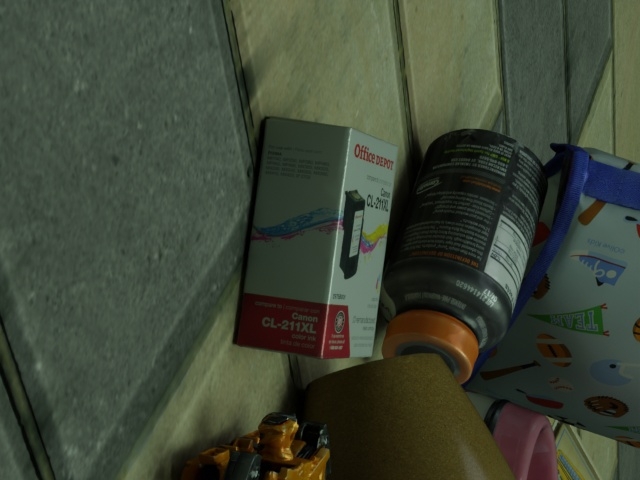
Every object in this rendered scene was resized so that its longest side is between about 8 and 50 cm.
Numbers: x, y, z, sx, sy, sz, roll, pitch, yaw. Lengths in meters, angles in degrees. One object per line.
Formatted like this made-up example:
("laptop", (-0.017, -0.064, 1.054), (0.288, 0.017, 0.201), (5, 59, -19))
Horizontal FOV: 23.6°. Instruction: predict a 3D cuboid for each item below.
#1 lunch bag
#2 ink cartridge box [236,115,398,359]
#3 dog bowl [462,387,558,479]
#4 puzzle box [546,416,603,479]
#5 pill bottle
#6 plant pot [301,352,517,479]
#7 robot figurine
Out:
("lunch bag", (0.358, 0.049, 1.653), (0.385, 0.328, 0.239), (111, -5, -62))
("ink cartridge box", (0.000, 0.000, 1.184), (0.127, 0.072, 0.175), (9, 89, -70))
("dog bowl", (0.145, 0.337, 1.538), (0.408, 0.150, 0.408), (3, 90, -74))
("puzzle box", (0.304, 0.367, 1.902), (0.409, 0.052, 0.272), (60, 29, -11))
("pill bottle", (0.132, 0.020, 1.475), (0.130, 0.130, 0.246), (73, 30, -48))
("plant pot", (0.070, 0.231, 1.265), (0.237, 0.237, 0.254), (25, 49, -69))
("robot figurine", (-0.057, 0.265, 1.099), (0.211, 0.085, 0.291), (-5, 102, -70))
